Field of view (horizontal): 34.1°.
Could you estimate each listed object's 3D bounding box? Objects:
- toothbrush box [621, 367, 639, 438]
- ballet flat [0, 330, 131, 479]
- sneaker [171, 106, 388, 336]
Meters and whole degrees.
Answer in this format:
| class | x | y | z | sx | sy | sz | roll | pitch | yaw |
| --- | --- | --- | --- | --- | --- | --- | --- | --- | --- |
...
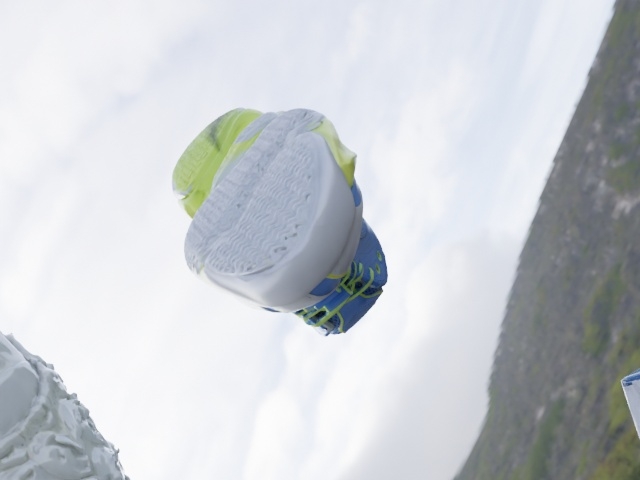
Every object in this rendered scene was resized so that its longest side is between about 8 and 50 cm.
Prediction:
| class | x | y | z | sx | sy | sz | roll | pitch | yaw |
| --- | --- | --- | --- | --- | --- | --- | --- | --- | --- |
| toothbrush box | 0.329 | 0.175 | 0.762 | 0.295 | 0.126 | 0.216 | 2 | -110 | -66 |
| ballet flat | -0.265 | 0.076 | 0.644 | 0.147 | 0.409 | 0.147 | -23 | -54 | -37 |
| sneaker | 0.000 | 0.000 | 0.515 | 0.091 | 0.126 | 0.240 | -46 | 20 | 4 |
